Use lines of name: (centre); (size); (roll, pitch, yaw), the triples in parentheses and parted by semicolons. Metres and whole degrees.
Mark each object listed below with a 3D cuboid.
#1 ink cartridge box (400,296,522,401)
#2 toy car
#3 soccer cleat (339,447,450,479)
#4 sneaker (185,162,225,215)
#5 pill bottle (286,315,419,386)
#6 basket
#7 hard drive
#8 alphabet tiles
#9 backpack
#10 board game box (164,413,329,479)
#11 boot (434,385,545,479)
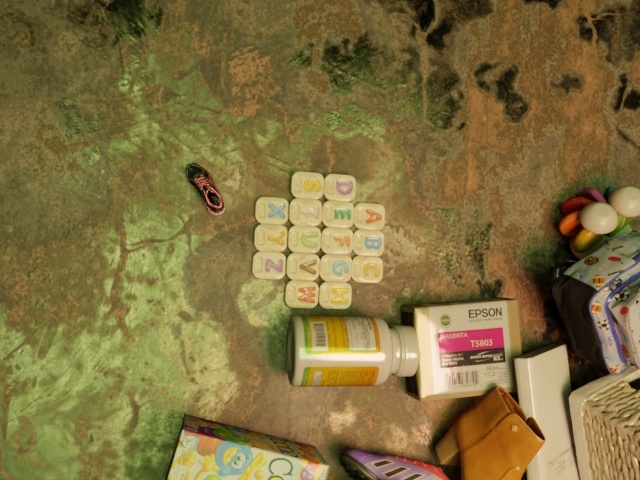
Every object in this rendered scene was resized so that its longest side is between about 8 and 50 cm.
ink cartridge box: (0.296, 0.224, 1.240); (0.234, 0.088, 0.194); (-4, 87, -11)
toy car: (0.610, -0.055, 1.309); (0.181, 0.159, 0.136); (-27, 55, -11)
soccer cleat: (0.182, 0.487, 1.195); (0.318, 0.108, 0.117); (35, 69, -9)
sneaker: (-0.228, -0.106, 1.180); (0.047, 0.057, 0.119); (-36, 91, -10)
pill bottle: (0.061, 0.218, 1.169); (0.245, 0.136, 0.137); (2, 85, -11)
basket: (0.725, 0.429, 1.177); (0.328, 0.266, 0.332); (-19, 104, -15)
hard drive: (0.477, 0.383, 1.233); (0.203, 0.040, 0.308); (-2, 85, -48)
alphabet tiles: (0.000, 0.000, 1.234); (0.277, 0.021, 0.285); (4, 84, -11)
backpack: (0.633, 0.116, 1.210); (0.263, 0.213, 0.277); (-39, 123, -18)
board game box: (-0.143, 0.439, 1.108); (0.275, 0.144, 0.142); (18, 82, -10)
boot: (0.348, 0.444, 1.116); (0.104, 0.295, 0.211); (17, 123, -38)
